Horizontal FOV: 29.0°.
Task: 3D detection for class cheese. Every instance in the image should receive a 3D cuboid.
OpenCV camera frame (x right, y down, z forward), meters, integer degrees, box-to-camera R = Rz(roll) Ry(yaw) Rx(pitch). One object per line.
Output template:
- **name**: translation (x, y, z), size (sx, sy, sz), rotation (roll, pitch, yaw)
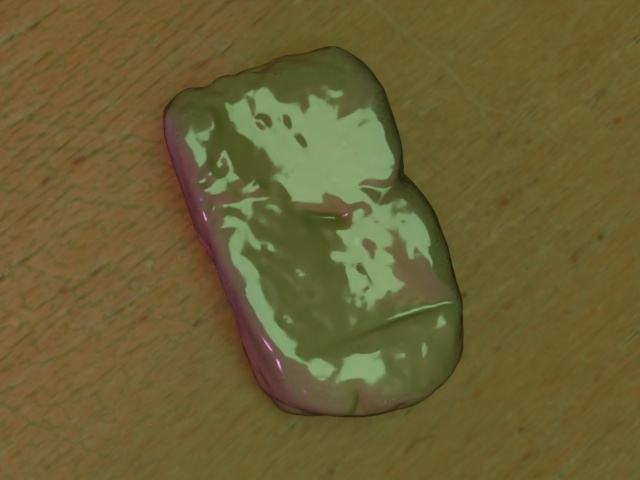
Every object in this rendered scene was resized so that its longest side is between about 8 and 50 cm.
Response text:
- **cheese**: translation (0.000, 0.000, 0.871), size (0.159, 0.093, 0.263), rotation (-21, 90, -8)
